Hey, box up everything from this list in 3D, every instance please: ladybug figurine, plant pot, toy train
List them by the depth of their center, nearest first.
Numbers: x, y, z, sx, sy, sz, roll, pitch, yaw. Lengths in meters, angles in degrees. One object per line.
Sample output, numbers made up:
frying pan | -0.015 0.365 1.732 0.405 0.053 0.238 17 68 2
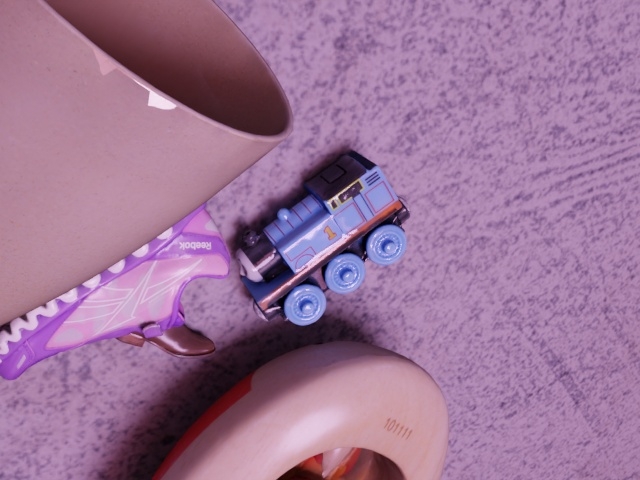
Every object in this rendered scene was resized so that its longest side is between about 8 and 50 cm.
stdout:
plant pot | -0.202 -0.064 0.545 0.256 0.256 0.274 30 114 -35
toy train | 0.000 0.000 0.768 0.184 0.080 0.105 -36 117 -4
ladybug figurine | -0.057 0.283 0.828 0.305 0.162 0.449 34 96 -36

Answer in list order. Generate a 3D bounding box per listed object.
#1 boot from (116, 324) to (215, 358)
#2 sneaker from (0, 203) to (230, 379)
boot | -0.130 0.051 0.751 0.106 0.037 0.114 16 102 -31
sneaker | -0.171 0.050 0.672 0.236 0.095 0.104 -38 109 0
